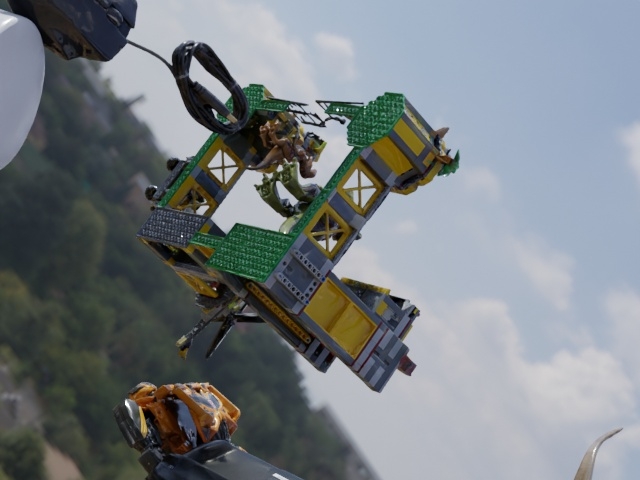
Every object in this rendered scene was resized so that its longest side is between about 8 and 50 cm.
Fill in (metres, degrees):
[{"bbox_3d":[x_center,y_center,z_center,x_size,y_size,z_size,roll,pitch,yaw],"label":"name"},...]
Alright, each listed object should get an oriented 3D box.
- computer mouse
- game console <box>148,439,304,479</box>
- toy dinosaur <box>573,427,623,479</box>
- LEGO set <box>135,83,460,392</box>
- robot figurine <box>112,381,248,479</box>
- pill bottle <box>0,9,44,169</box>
[{"bbox_3d":[-0.131,-0.144,1.073,0.041,0.071,0.242,1,-21,44],"label":"computer mouse"},{"bbox_3d":[0.022,0.251,1.237,0.361,0.044,0.213,22,17,32],"label":"game console"},{"bbox_3d":[0.187,0.216,1.111,0.064,0.211,0.112,18,-20,5],"label":"toy dinosaur"},{"bbox_3d":[0.000,0.000,1.345,0.331,0.255,0.192,2,-36,50],"label":"LEGO set"},{"bbox_3d":[-0.081,0.245,1.417,0.291,0.085,0.211,51,7,11],"label":"robot figurine"},{"bbox_3d":[-0.338,-0.133,1.020,0.272,0.152,0.152,17,-13,12],"label":"pill bottle"}]
